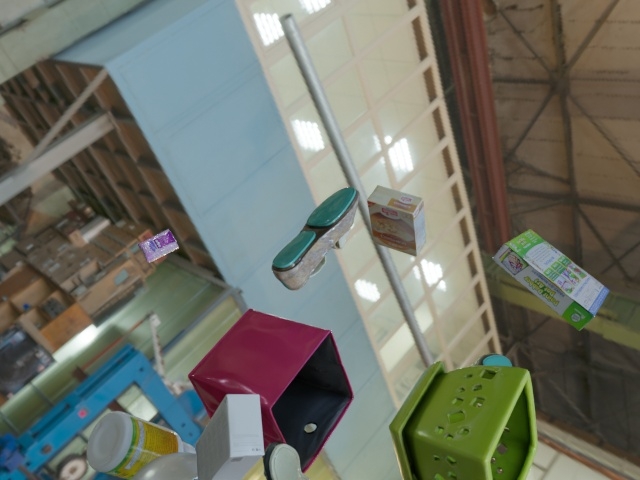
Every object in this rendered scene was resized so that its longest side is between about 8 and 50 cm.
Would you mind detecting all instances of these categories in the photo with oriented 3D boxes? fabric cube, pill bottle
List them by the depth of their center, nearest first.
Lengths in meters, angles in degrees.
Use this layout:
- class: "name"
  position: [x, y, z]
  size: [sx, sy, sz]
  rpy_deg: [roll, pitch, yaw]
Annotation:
- class: "pill bottle"
  position: [-0.417, 0.506, 1.524]
  size: [0.136, 0.136, 0.246]
  rpy_deg: [19, -15, 44]
- class: "fabric cube"
  position: [-0.112, 0.360, 1.552]
  size: [0.258, 0.254, 0.259]
  rpy_deg: [9, -48, 34]

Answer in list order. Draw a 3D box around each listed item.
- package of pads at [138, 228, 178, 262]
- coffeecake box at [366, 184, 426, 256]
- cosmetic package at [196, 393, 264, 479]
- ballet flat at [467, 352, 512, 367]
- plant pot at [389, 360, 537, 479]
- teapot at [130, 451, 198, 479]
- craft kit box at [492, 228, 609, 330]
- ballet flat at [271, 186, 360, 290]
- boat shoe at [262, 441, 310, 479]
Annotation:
- class: "package of pads"
  position: [-0.384, 0.014, 1.514]
  size: [0.050, 0.083, 0.032]
  rpy_deg: [56, -18, 17]
- class: "coffeecake box"
  position: [0.217, -0.054, 1.800]
  size: [0.142, 0.068, 0.185]
  rpy_deg: [19, -34, 27]
- class: "cosmetic package"
  position: [-0.154, 0.345, 1.063]
  size: [0.239, 0.060, 0.099]
  rpy_deg: [122, -36, -50]
- class: "ballet flat"
  position: [0.492, 0.441, 2.025]
  size: [0.123, 0.348, 0.123]
  rpy_deg: [7, -78, 37]
- class: "plant pot"
  position: [0.265, 0.370, 1.194]
  size: [0.207, 0.227, 0.228]
  rpy_deg: [6, -53, 35]
- class: "teapot"
  position: [-0.247, 0.522, 1.193]
  size: [0.187, 0.252, 0.256]
  rpy_deg: [-22, -104, 46]
- class: "craft kit box"
  position: [0.552, 0.083, 1.517]
  size: [0.246, 0.250, 0.061]
  rpy_deg: [45, -62, 17]
- class: "ballet flat"
  position: [0.000, 0.000, 1.538]
  size: [0.107, 0.316, 0.106]
  rpy_deg: [13, -40, 45]
- class: "boat shoe"
  position: [-0.081, 0.455, 1.239]
  size: [0.079, 0.084, 0.233]
  rpy_deg: [14, -35, 22]
